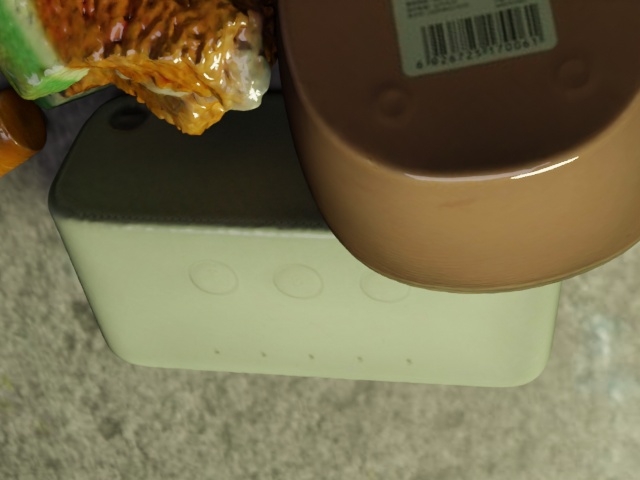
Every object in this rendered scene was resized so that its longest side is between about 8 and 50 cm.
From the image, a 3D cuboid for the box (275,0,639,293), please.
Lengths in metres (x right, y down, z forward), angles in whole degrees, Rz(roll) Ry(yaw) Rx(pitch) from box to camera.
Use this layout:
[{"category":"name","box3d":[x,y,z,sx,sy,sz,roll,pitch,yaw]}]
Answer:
[{"category":"box","box3d":[0.101,-0.121,0.771,0.300,0.301,0.216,3,171,11]}]

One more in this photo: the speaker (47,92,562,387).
[{"category":"speaker","box3d":[0.000,0.000,0.999,0.406,0.183,0.184,3,132,10]}]

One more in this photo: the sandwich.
[{"category":"sandwich","box3d":[-0.162,-0.160,0.873,0.301,0.162,0.250,22,140,28]}]

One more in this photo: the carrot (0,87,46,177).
[{"category":"carrot","box3d":[-0.338,-0.072,1.081,0.193,0.087,0.087,-13,122,19]}]
